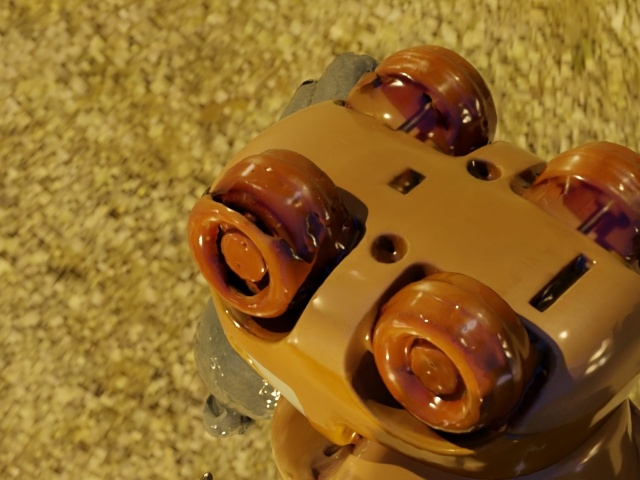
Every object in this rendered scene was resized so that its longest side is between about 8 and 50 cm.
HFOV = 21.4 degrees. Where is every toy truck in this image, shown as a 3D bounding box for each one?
[{"bbox_3d":[0.070,0.042,0.966,0.288,0.204,0.212,30,139,27],"label":"toy truck"}]

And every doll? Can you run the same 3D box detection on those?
[{"bbox_3d":[0.006,0.005,1.470,0.158,0.340,0.246,29,148,-20],"label":"doll"}]

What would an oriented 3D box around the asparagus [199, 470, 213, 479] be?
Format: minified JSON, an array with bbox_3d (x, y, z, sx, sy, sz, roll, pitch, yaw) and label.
[{"bbox_3d":[-0.162,0.352,1.809,0.027,0.034,0.236,27,94,31],"label":"asparagus"}]
